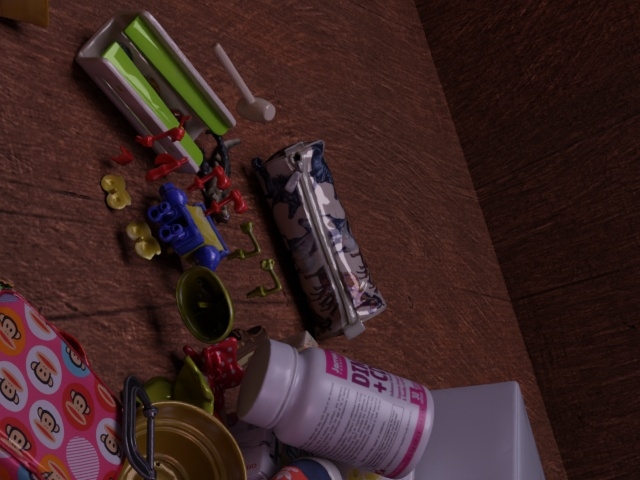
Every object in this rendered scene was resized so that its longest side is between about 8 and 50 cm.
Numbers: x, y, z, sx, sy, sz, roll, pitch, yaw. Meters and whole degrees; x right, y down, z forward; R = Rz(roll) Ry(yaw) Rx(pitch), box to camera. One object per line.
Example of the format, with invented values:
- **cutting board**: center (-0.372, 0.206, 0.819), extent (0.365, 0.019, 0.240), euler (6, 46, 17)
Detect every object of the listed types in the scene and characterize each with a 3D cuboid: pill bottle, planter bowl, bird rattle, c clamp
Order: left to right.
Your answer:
- **c clamp**: center (-0.239, 0.267, 1.532), extent (0.137, 0.022, 0.160), euler (58, 20, -53)
- **planter bowl**: center (-0.220, 0.342, 1.604), extent (0.217, 0.090, 0.217), euler (14, 58, -24)
- **bird rattle**: center (-0.200, 0.267, 1.774), extent (0.253, 0.143, 0.206), euler (-3, 85, -78)
- **pill bottle**: center (0.022, 0.263, 1.798), extent (0.283, 0.160, 0.160), euler (21, 43, -16)

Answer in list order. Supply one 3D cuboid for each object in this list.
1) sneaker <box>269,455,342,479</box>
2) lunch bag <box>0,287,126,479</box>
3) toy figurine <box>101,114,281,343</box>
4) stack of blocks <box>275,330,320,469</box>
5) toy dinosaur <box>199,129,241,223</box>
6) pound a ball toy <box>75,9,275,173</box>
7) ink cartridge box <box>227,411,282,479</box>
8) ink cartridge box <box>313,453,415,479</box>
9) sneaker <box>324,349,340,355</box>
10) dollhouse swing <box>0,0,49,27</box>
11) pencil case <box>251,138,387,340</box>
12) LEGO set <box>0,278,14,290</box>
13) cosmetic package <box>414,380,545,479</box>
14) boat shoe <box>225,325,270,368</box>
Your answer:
- **sneaker**: center (-0.025, 0.516, 1.749), extent (0.148, 0.131, 0.350), euler (-3, 80, -59)
- **lunch bag**: center (-0.364, 0.207, 1.420), extent (0.293, 0.120, 0.258), euler (55, 27, -27)
- **toy figurine**: center (-0.184, -0.006, 1.889), extent (0.362, 0.191, 0.217), euler (58, 6, 15)
- **stack of blocks**: center (-0.034, 0.331, 2.049), extent (0.171, 0.087, 0.297), euler (54, 27, -30)
- **toy dinosaur**: center (-0.196, -0.145, 2.144), extent (0.268, 0.064, 0.118), euler (-85, 159, -47)
- **pound a ball toy**: center (-0.253, -0.269, 1.990), extent (0.208, 0.136, 0.319), euler (-54, 127, -20)
- **ink cartridge box**: center (-0.117, 0.344, 1.851), extent (0.056, 0.099, 0.135), euler (51, 30, -38)
- **ink cartridge box**: center (0.066, 0.427, 1.876), extent (0.056, 0.171, 0.235), euler (82, 13, -52)
- **sneaker**: center (0.031, 0.302, 2.247), extent (0.072, 0.077, 0.178), euler (-4, 53, -43)
- **dollhouse swing**: center (-0.566, -0.537, 1.693), extent (0.315, 0.305, 0.346), euler (112, -28, -60)
- **pencil case**: center (0.000, 0.000, 2.304), extent (0.183, 0.160, 0.410), euler (-6, 75, -83)
- **LEGO set**: center (-0.466, -0.008, 1.400), extent (0.287, 0.107, 0.132), euler (56, 27, -26)
- **cosmetic package**: center (0.244, 0.522, 2.091), extent (0.327, 0.330, 0.393), euler (-77, 153, -51)
- **boat shoe**: center (-0.142, 0.181, 1.978), extent (0.060, 0.064, 0.178), euler (67, 26, -8)
